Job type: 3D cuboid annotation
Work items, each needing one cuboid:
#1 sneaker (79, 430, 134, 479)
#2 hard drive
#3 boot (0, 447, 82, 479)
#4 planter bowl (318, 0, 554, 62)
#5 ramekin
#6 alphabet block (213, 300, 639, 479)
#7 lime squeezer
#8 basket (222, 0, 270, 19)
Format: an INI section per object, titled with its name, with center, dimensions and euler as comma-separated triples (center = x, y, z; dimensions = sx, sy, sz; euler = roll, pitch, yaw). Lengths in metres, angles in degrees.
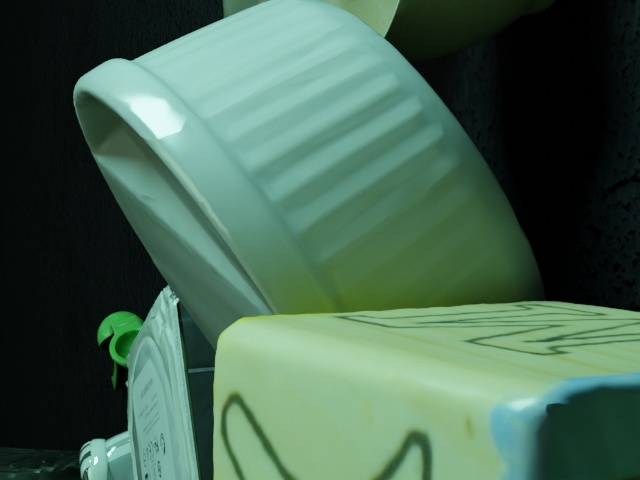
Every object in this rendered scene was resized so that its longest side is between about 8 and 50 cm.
[sneaker]
center = -0.101, 0.239, 1.319
dimensions = 0.229, 0.132, 0.086
euler = 59, -175, -34
[hard drive]
center = -0.075, 0.214, 1.037
dimensions = 0.237, 0.064, 0.339
euler = 130, 132, -68
[boot]
center = -0.226, 0.324, 1.381
dimensions = 0.131, 0.348, 0.260
euler = -1, 82, 34
[planter bowl]
center = 0.068, -0.170, 0.792
dimensions = 0.162, 0.109, 0.162
euler = 180, 90, -70
[ramekin]
center = 0.000, 0.000, 0.773
dimensions = 0.273, 0.127, 0.273
euler = 51, 168, 16
[alphabet block]
center = 0.086, 0.126, 0.563
dimensions = 0.197, 0.193, 0.192
euler = 8, 96, 57
[lime squeezer]
center = -0.209, 0.137, 1.663
dimensions = 0.310, 0.058, 0.110
euler = -168, 79, -69
[basket]
center = 0.003, -0.246, 0.930
dimensions = 0.204, 0.154, 0.227
euler = -142, 51, -67
